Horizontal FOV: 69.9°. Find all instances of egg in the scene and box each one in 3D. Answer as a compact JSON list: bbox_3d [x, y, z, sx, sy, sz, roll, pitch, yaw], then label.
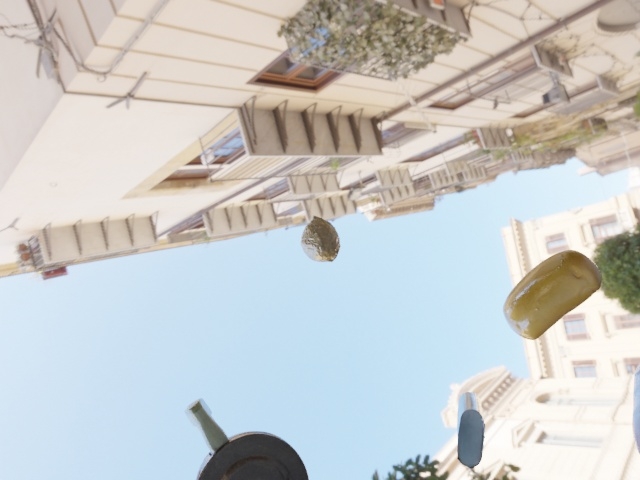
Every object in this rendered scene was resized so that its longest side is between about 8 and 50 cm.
[{"bbox_3d":[0.000,0.000,1.313,0.116,0.118,0.140,-14,-130,-16],"label":"egg"}]

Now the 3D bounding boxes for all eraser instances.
[{"bbox_3d":[0.483,0.604,1.481,0.227,0.081,0.174,16,-99,-74],"label":"eraser"}]

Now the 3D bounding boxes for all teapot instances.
[{"bbox_3d":[-0.201,0.523,1.012,0.321,0.239,0.239,30,-112,-9],"label":"teapot"}]

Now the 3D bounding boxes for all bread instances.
[{"bbox_3d":[0.479,0.108,0.976,0.098,0.217,0.147,44,-164,1],"label":"bread"}]

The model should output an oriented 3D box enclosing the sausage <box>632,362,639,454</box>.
[{"bbox_3d":[0.553,0.268,0.706,0.304,0.121,0.121,-12,-95,-55],"label":"sausage"}]
